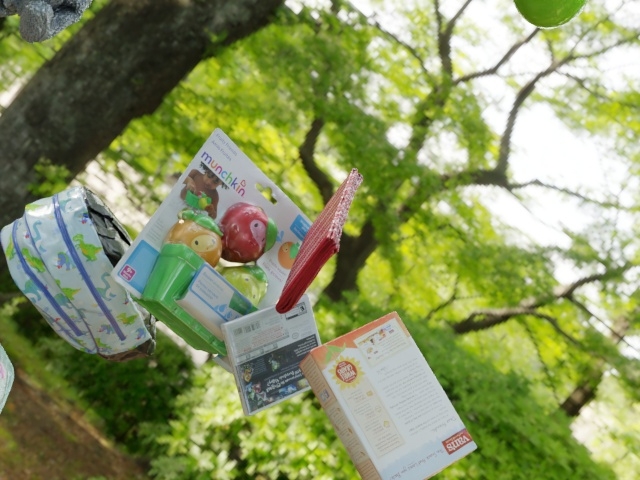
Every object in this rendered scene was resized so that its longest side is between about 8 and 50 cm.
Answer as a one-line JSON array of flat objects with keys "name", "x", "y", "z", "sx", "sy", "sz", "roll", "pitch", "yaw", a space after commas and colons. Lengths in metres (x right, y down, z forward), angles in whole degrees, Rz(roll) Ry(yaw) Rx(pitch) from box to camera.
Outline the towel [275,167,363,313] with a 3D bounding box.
[{"name": "towel", "x": 0.000, "y": 0.000, "z": 1.724, "sx": 0.031, "sy": 0.199, "sz": 0.274, "roll": 32, "pitch": 33, "yaw": -8}]

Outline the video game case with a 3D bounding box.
[{"name": "video game case", "x": -0.080, "y": 0.206, "z": 1.704, "sx": 0.022, "sy": 0.190, "sz": 0.173, "roll": -6, "pitch": -80, "yaw": 54}]

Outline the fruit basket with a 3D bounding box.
[{"name": "fruit basket", "x": -0.174, "y": 0.024, "z": 1.755, "sx": 0.327, "sy": 0.353, "sz": 0.165, "roll": 46, "pitch": -20, "yaw": -31}]

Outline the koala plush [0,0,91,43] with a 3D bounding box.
[{"name": "koala plush", "x": -0.509, "y": -0.510, "z": 1.668, "sx": 0.196, "sy": 0.203, "sz": 0.221, "roll": 31, "pitch": -37, "yaw": 26}]

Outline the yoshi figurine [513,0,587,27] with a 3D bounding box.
[{"name": "yoshi figurine", "x": 0.330, "y": -0.393, "z": 1.274, "sx": 0.203, "sy": 0.203, "sz": 0.362, "roll": 44, "pitch": 9, "yaw": 8}]

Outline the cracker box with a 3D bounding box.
[{"name": "cracker box", "x": 0.095, "y": 0.238, "z": 1.339, "sx": 0.232, "sy": 0.156, "sz": 0.067, "roll": 60, "pitch": -29, "yaw": 16}]

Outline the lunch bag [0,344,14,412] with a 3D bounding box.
[{"name": "lunch bag", "x": -0.653, "y": 0.191, "z": 1.652, "sx": 0.262, "sy": 0.160, "sz": 0.223, "roll": 52, "pitch": -22, "yaw": 41}]

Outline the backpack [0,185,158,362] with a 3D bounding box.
[{"name": "backpack", "x": -0.457, "y": 0.054, "z": 1.806, "sx": 0.355, "sy": 0.274, "sz": 0.290, "roll": 106, "pitch": -32, "yaw": -59}]
